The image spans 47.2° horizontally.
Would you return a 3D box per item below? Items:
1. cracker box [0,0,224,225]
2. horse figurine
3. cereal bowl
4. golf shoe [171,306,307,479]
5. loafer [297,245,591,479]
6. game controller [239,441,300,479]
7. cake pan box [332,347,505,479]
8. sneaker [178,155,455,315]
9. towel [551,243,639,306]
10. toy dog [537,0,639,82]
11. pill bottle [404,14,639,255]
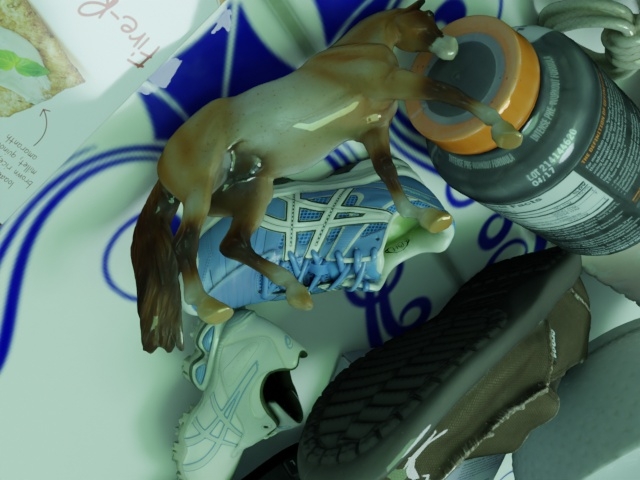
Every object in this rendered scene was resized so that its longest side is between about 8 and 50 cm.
[{"bbox_3d":[-0.149,-0.113,0.312,0.232,0.067,0.156,-46,137,-3],"label":"cracker box"},{"bbox_3d":[-0.014,-0.047,0.424,0.263,0.174,0.066,-32,140,1],"label":"horse figurine"},{"bbox_3d":[0.347,0.177,0.758,0.338,0.141,0.339,-12,142,-10],"label":"cereal bowl"},{"bbox_3d":[-0.057,0.132,0.536,0.069,0.086,0.176,-45,151,-53],"label":"golf shoe"},{"bbox_3d":[0.134,0.117,0.579,0.366,0.133,0.130,-27,95,-43],"label":"loafer"},{"bbox_3d":[-0.085,0.290,0.616,0.319,0.067,0.166,-37,139,2],"label":"game controller"},{"bbox_3d":[0.102,0.213,0.749,0.266,0.070,0.246,-3,122,-38],"label":"cake pan box"},{"bbox_3d":[0.000,0.000,0.504,0.211,0.081,0.080,-24,133,-23],"label":"sneaker"},{"bbox_3d":[0.437,-0.042,0.734,0.331,0.053,0.317,29,118,-29],"label":"towel"},{"bbox_3d":[0.268,-0.208,0.443,0.161,0.220,0.333,-62,162,-5],"label":"toy dog"},{"bbox_3d":[0.167,-0.076,0.553,0.245,0.130,0.130,20,105,-46],"label":"pill bottle"}]
